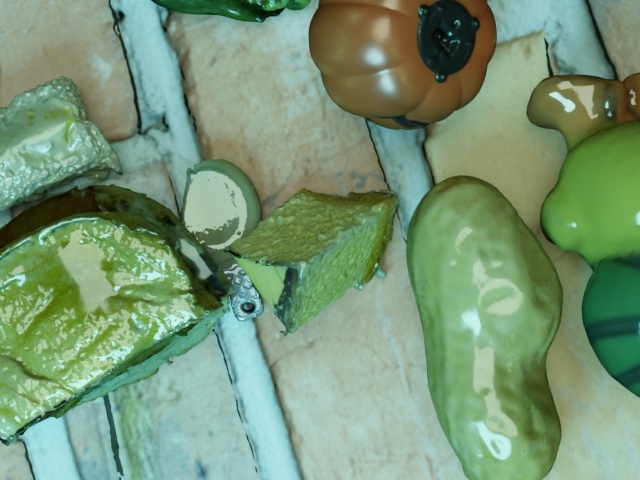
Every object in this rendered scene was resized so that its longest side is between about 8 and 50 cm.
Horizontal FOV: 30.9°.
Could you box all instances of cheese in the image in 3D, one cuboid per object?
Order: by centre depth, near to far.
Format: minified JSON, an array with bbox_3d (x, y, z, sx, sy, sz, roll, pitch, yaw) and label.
[{"bbox_3d":[-0.107,0.000,1.216,0.092,0.047,0.171,-2,85,5],"label":"cheese"}]

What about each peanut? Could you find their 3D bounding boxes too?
[{"bbox_3d":[0.170,0.088,1.146,0.148,0.147,0.318,-9,81,2],"label":"peanut"}]

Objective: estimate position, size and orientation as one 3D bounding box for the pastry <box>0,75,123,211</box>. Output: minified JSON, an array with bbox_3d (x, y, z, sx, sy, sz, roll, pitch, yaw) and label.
[{"bbox_3d":[-0.350,-0.079,1.222,0.258,0.089,0.121,-22,71,-2],"label":"pastry"}]

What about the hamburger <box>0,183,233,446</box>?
[{"bbox_3d":[-0.257,0.061,1.173,0.309,0.132,0.211,-32,83,3],"label":"hamburger"}]

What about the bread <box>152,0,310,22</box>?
[{"bbox_3d":[-0.128,-0.419,1.189,0.251,0.208,0.376,-21,80,-3],"label":"bread"}]

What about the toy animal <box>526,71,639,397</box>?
[{"bbox_3d":[0.333,-0.010,1.115,0.216,0.191,0.338,-9,81,-10],"label":"toy animal"}]

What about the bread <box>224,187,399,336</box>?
[{"bbox_3d":[0.000,0.000,1.148,0.147,0.152,0.127,-35,81,-27],"label":"bread"}]

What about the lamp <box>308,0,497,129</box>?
[{"bbox_3d":[0.076,-0.205,1.165,0.188,0.164,0.187,-6,100,-36],"label":"lamp"}]
